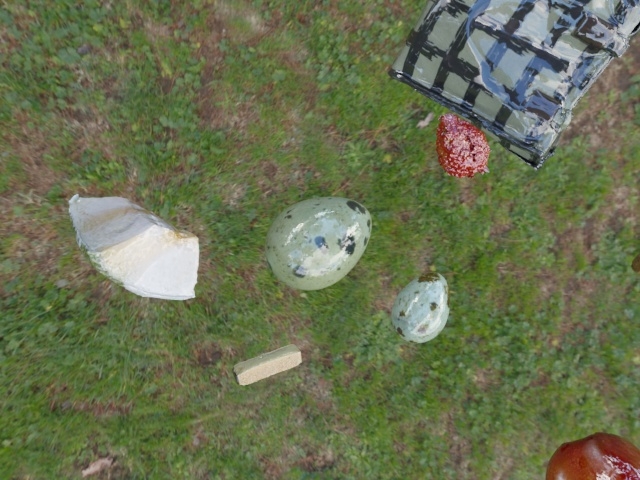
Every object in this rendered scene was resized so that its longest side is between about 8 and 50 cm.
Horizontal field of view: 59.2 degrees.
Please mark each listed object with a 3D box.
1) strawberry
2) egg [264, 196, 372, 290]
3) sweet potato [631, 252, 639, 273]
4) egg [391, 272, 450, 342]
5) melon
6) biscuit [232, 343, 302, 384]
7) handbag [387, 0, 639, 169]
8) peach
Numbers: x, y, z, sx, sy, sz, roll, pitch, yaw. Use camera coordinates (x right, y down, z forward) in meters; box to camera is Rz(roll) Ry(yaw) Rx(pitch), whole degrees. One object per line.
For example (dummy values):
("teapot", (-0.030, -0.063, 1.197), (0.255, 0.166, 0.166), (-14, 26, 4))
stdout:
("strawberry", (0.447, -0.291, 1.752), (0.175, 0.098, 0.228), (-9, 135, 13))
("egg", (0.000, 0.000, 1.116), (0.228, 0.177, 0.177), (-28, 98, -10))
("sweet potato", (0.677, -0.011, 0.958), (0.097, 0.292, 0.097), (15, 63, -31))
("egg", (0.313, 0.205, 1.734), (0.169, 0.169, 0.231), (28, 84, -15))
("melon", (-0.240, 0.002, 0.684), (0.203, 0.139, 0.093), (34, 102, 4))
("biscuit", (-0.146, 0.337, 1.541), (0.188, 0.056, 0.052), (-16, 114, -17))
("handbag", (0.330, -0.343, 0.952), (0.327, 0.163, 0.325), (40, 121, 20))
("peach", (0.605, 0.533, 1.153), (0.249, 0.245, 0.274), (-32, 100, -16))
